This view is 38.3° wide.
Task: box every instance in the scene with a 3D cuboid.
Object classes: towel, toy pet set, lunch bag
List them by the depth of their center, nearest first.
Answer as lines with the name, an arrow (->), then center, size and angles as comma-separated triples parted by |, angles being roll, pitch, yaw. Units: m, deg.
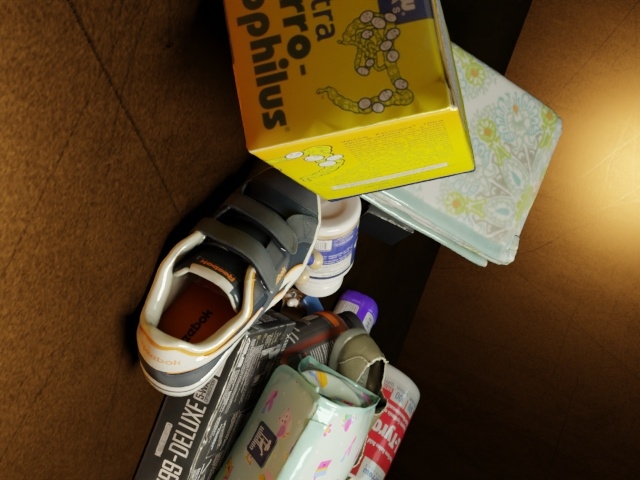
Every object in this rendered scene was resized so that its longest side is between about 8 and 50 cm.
lunch bag -> -0.033, 0.290, 1.281 | 0.223, 0.160, 0.262 | -60, 173, 2
toy pet set -> -0.046, 0.137, 1.552 | 0.114, 0.065, 0.122 | -46, 155, -58
towel -> 0.243, -0.163, 1.657 | 0.090, 0.374, 0.321 | -6, -122, 65

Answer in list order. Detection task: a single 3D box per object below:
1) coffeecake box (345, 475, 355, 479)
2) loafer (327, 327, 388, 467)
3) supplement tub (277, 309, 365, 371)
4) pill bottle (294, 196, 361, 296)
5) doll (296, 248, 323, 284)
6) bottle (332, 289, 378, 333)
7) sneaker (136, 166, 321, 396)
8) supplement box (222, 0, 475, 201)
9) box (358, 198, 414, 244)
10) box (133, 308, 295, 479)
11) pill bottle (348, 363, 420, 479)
coffeecake box -> 0.001, 0.445, 1.476 | 0.142, 0.068, 0.185 | -41, 179, -15
loafer -> 0.050, 0.266, 1.456 | 0.094, 0.087, 0.251 | -9, 116, -35
supplement tub -> -0.018, 0.178, 1.491 | 0.197, 0.106, 0.106 | -20, 137, -36
pill bottle -> 0.000, 0.000, 1.410 | 0.187, 0.112, 0.112 | 96, 21, -52
doll -> -0.075, 0.047, 1.266 | 0.189, 0.046, 0.129 | -17, 154, -51
bottle -> 0.030, 0.248, 1.978 | 0.283, 0.092, 0.118 | -62, 165, -22
sneaker -> -0.093, 0.024, 1.050 | 0.321, 0.126, 0.127 | -59, 170, -26
supplement box -> 0.046, -0.172, 0.987 | 0.356, 0.195, 0.194 | 23, 56, -77
box -> 0.166, -0.136, 1.775 | 0.184, 0.103, 0.261 | 126, -11, -80
box -> -0.150, 0.245, 1.291 | 0.242, 0.076, 0.308 | 3, 109, -76
pill bottle -> 0.062, 0.496, 2.210 | 0.229, 0.229, 0.408 | 87, 28, -62
